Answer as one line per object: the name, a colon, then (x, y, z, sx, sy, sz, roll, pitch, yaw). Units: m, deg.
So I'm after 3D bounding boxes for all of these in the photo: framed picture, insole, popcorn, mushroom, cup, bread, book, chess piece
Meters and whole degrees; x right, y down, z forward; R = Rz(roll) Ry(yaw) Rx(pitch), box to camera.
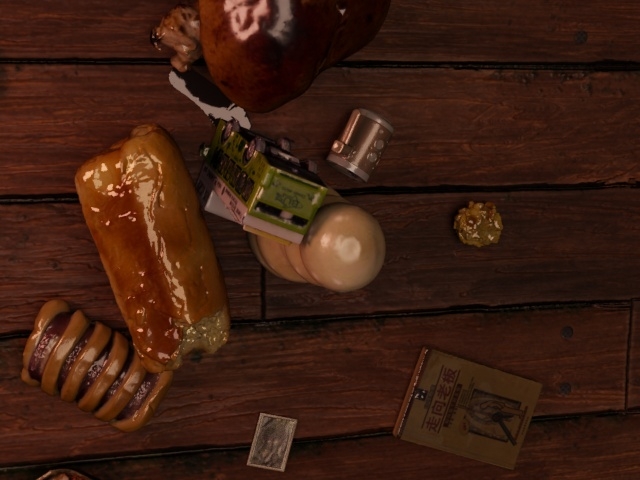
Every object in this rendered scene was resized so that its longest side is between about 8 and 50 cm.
framed picture: (-0.077, 0.322, 1.824, 0.066, 0.007, 0.089, 14, 93, -18)
insole: (-0.165, -0.209, 1.723, 0.153, 0.002, 0.053, 36, 86, -19)
popcorn: (0.258, -0.028, 1.853, 0.082, 0.057, 0.083, 39, 83, -20)
mushroom: (-0.067, -0.361, 1.629, 0.345, 0.260, 0.345, -22, 119, -45)
cup: (0.054, -0.155, 1.757, 0.102, 0.074, 0.099, 33, 85, -39)
bread: (-0.333, 0.190, 1.686, 0.225, 0.081, 0.134, 30, 89, -20)
book: (0.249, 0.280, 1.911, 0.231, 0.026, 0.161, 18, 92, -19)
bread: (-0.226, 0.010, 1.639, 0.149, 0.195, 0.344, -16, 103, 6)
chess piece: (0.000, 0.000, 1.649, 0.167, 0.300, 0.167, -3, 99, -16)

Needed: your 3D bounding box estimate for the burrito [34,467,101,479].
burrito: (-0.400, 0.428, 1.692, 0.348, 0.107, 0.175, -22, 117, -11)

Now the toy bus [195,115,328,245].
toy bus: (-0.092, -0.080, 1.611, 0.113, 0.302, 0.139, 20, 99, -22)
